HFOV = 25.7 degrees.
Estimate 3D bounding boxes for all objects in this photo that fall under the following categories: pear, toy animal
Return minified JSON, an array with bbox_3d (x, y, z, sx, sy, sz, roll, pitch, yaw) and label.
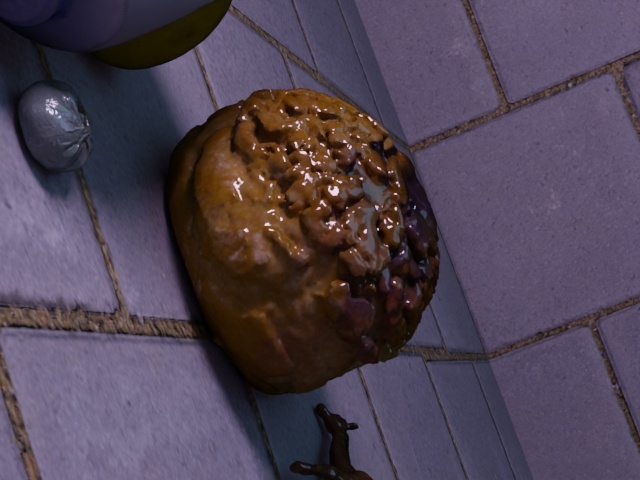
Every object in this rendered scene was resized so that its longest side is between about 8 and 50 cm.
[{"bbox_3d":[-0.159,-0.239,1.306,0.149,0.162,0.149,53,13,-18],"label":"pear"},{"bbox_3d":[0.022,0.254,1.463,0.224,0.066,0.229,53,15,24],"label":"toy animal"}]

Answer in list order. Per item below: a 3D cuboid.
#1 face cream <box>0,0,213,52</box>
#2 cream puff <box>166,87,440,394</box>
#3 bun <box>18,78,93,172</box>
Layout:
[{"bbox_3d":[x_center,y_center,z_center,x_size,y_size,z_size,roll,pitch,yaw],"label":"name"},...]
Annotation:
[{"bbox_3d":[-0.144,-0.281,1.190,0.234,0.137,0.420,30,38,8],"label":"face cream"},{"bbox_3d":[0.000,0.000,1.402,0.343,0.231,0.327,55,14,-46],"label":"cream puff"},{"bbox_3d":[-0.205,-0.091,1.101,0.083,0.045,0.083,-17,90,-79],"label":"bun"}]
